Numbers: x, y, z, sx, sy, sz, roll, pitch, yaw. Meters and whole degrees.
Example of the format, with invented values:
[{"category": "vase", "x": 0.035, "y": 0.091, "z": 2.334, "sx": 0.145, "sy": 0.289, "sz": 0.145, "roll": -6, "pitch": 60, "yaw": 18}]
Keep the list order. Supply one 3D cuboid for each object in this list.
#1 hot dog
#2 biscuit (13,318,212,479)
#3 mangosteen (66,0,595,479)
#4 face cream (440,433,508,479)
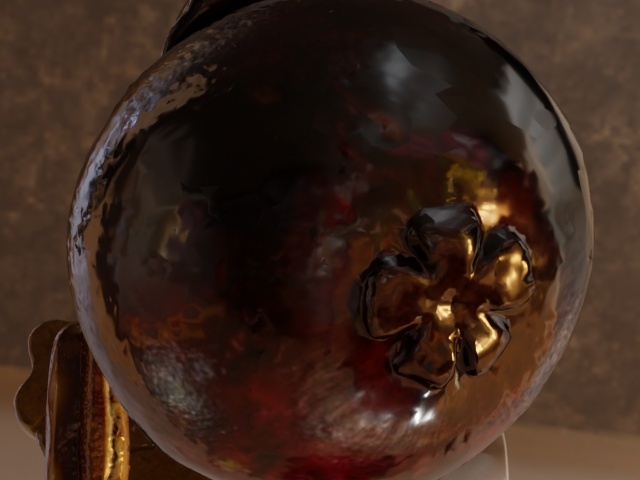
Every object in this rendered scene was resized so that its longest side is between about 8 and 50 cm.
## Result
[{"category": "hot dog", "x": -0.119, "y": 0.097, "z": 0.923, "sx": 0.049, "sy": 0.122, "sz": 0.037, "roll": 0, "pitch": 173, "yaw": 30}, {"category": "biscuit", "x": -0.056, "y": 0.086, "z": 1.031, "sx": 0.249, "sy": 0.184, "sz": 0.035, "roll": -15, "pitch": 152, "yaw": 0}, {"category": "mangosteen", "x": 0.000, "y": 0.000, "z": 0.661, "sx": 0.210, "sy": 0.210, "sz": 0.210, "roll": 7, "pitch": -167, "yaw": -2}, {"category": "face cream", "x": 0.060, "y": 0.158, "z": 1.072, "sx": 0.104, "sy": 0.117, "sz": 0.117, "roll": 0, "pitch": -167, "yaw": 0}]
